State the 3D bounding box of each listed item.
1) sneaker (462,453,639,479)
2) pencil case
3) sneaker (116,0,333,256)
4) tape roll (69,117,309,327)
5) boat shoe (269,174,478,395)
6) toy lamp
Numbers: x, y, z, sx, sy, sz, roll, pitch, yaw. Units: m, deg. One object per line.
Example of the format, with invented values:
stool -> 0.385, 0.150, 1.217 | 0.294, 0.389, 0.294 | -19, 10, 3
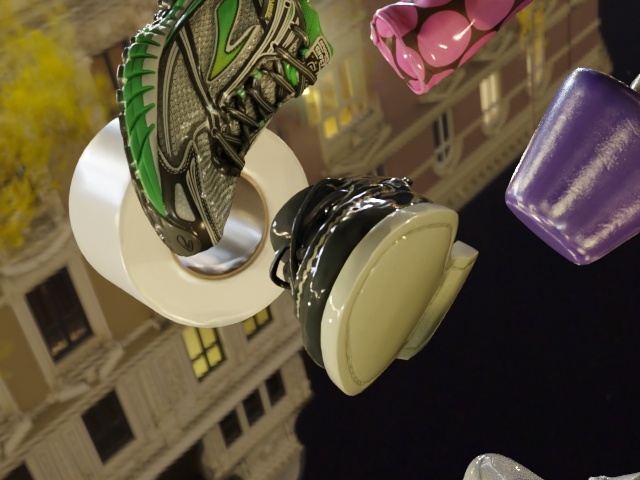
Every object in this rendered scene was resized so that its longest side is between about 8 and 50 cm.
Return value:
sneaker -> 0.194, 0.201, 0.720 | 0.099, 0.121, 0.262 | 6, -165, -28
pencil case -> 0.139, -0.234, 0.942 | 0.209, 0.095, 0.098 | -41, -107, -5
sneaker -> -0.071, -0.142, 0.837 | 0.146, 0.134, 0.343 | 4, -120, 11
tape roll -> -0.155, -0.034, 1.218 | 0.246, 0.246, 0.169 | -31, -154, -23
boat shoe -> 0.023, 0.012, 0.665 | 0.113, 0.127, 0.340 | 31, -170, 14
toy lamp -> 0.189, -0.105, 0.449 | 0.274, 0.080, 0.080 | -47, -137, 3
